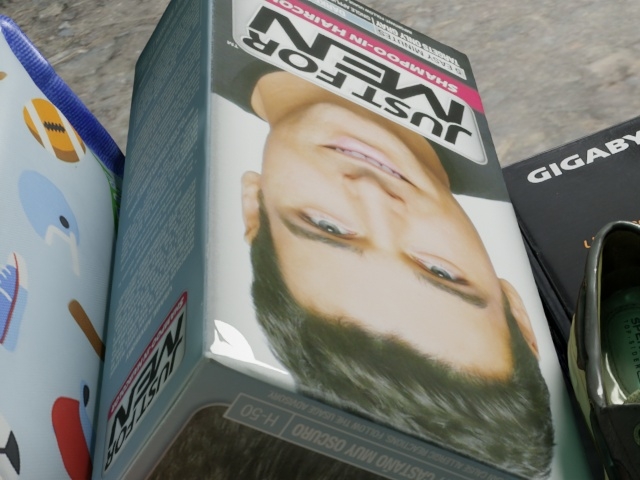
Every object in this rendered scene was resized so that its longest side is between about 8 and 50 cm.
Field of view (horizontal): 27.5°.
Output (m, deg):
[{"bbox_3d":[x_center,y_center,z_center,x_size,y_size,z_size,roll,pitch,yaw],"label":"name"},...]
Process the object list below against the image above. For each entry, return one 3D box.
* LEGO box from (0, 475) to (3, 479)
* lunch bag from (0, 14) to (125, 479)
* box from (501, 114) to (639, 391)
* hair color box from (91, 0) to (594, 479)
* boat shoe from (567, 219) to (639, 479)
[{"bbox_3d":[-0.218,0.280,0.277,0.193,0.372,0.500,-5,39,21],"label":"LEGO box"},{"bbox_3d":[-0.275,0.106,0.669,0.385,0.239,0.328,-28,33,18],"label":"lunch bag"},{"bbox_3d":[0.259,0.013,0.643,0.296,0.073,0.293,-19,36,2],"label":"box"},{"bbox_3d":[0.000,0.000,0.667,0.113,0.185,0.374,-54,24,31],"label":"hair color box"},{"bbox_3d":[0.139,0.075,0.495,0.080,0.073,0.223,-17,36,5],"label":"boat shoe"}]
